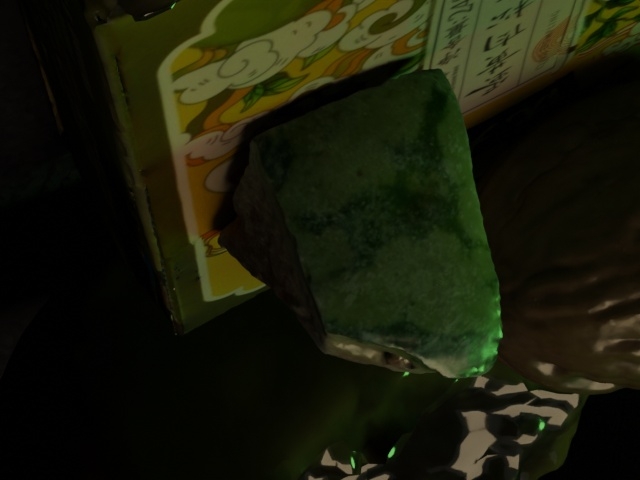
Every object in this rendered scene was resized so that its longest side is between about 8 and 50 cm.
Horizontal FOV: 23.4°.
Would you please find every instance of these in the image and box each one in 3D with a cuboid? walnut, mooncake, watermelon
[{"bbox_3d":[0.167,0.001,0.817,0.230,0.178,0.178,-13,160,-21],"label":"walnut"},{"bbox_3d":[-0.014,0.142,1.005,0.394,0.393,0.246,15,145,-21],"label":"mooncake"},{"bbox_3d":[0.004,-0.019,0.675,0.097,0.158,0.121,-7,112,-21],"label":"watermelon"}]

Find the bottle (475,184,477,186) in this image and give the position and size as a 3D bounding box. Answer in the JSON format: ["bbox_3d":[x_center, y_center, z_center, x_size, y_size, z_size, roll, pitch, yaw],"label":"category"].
[{"bbox_3d":[0.198,-0.065,1.350,0.253,0.079,0.096,-12,112,-54],"label":"bottle"}]

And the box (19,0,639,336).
[{"bbox_3d":[0.053,-0.142,0.711,0.373,0.138,0.420,-28,164,-11],"label":"box"}]
